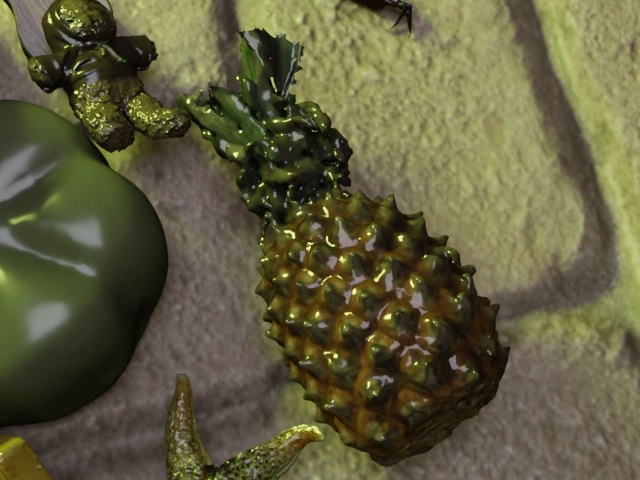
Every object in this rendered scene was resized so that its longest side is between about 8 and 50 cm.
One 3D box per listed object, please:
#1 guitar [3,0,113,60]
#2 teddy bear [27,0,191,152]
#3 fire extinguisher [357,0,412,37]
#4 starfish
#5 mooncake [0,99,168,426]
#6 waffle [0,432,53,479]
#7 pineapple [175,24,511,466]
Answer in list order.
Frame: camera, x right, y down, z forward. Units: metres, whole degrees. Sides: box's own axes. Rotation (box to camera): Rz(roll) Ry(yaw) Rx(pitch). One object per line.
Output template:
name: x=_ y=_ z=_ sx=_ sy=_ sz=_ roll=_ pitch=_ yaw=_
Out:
guitar: x=-0.279 y=-0.269 z=1.322 sx=0.084 sy=0.038 sz=0.271 roll=-35 pitch=92 yaw=-13
teddy bear: x=-0.179 y=-0.129 z=1.271 sx=0.119 sy=0.078 sz=0.160 roll=-14 pitch=61 yaw=-34
fire extinguisher: x=0.009 y=-0.237 z=1.346 sx=0.173 sy=0.049 sz=0.035 roll=27 pitch=66 yaw=6
starfish: x=-0.093 y=0.190 z=1.196 sx=0.208 sy=0.053 sz=0.175 roll=-16 pitch=86 yaw=0
mooncake: x=-0.259 y=0.016 z=1.216 sx=0.275 sy=0.135 sz=0.274 roll=-1 pitch=70 yaw=2
waffle: x=-0.210 y=0.235 z=1.203 sx=0.032 sy=0.125 sz=0.191 roll=-35 pitch=104 yaw=-27
pineapple: x=0.000 y=0.000 z=1.219 sx=0.175 sy=0.175 sz=0.361 roll=-33 pitch=69 yaw=-11
